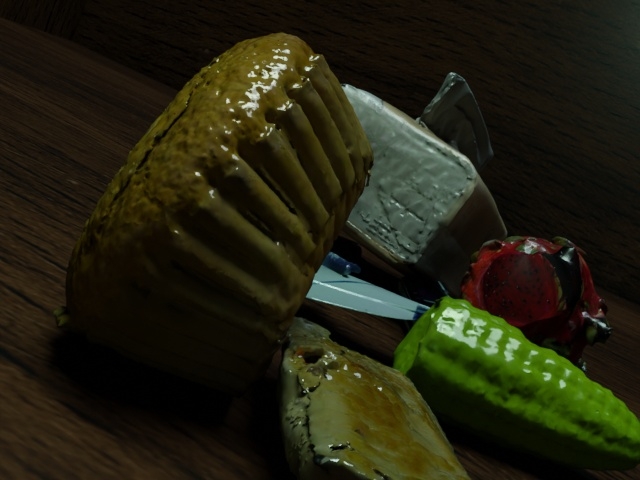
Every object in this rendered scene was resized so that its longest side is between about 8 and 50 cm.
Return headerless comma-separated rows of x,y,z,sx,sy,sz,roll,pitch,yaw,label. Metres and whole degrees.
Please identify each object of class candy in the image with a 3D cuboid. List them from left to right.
0.161,0.122,0.675,0.209,0.097,0.097,26,10,1,candy

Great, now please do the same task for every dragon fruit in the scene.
0.235,0.076,0.905,0.166,0.160,0.172,37,6,34,dragon fruit

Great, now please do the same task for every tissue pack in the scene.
0.126,-0.077,1.075,0.238,0.239,0.305,27,-2,22,tissue pack

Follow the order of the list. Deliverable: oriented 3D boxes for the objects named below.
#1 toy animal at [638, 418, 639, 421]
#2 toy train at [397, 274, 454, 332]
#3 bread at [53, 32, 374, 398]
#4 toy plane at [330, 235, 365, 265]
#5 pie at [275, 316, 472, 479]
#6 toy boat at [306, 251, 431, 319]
0.328,0.213,0.630,0.214,0.094,0.186,33,16,15,toy animal
0.119,0.101,0.846,0.055,0.048,0.252,11,17,-8,toy train
-0.058,-0.019,0.549,0.139,0.240,0.240,33,9,-4,bread
0.000,0.000,1.142,0.145,0.037,0.060,23,6,-10,toy plane
0.024,0.109,0.495,0.128,0.068,0.282,34,7,-8,pie
-0.010,0.033,0.801,0.291,0.070,0.210,16,15,-13,toy boat
